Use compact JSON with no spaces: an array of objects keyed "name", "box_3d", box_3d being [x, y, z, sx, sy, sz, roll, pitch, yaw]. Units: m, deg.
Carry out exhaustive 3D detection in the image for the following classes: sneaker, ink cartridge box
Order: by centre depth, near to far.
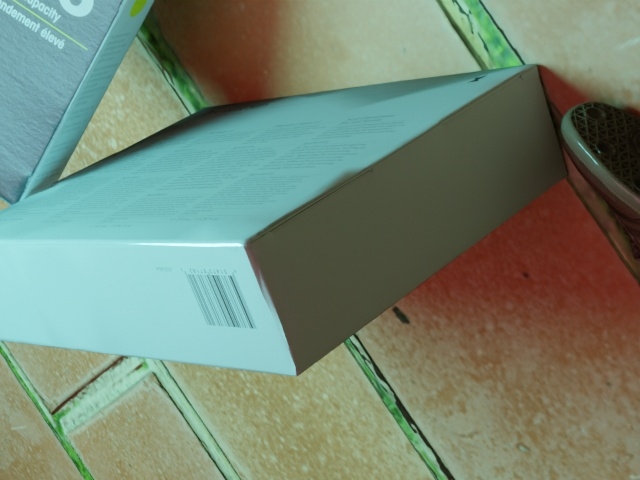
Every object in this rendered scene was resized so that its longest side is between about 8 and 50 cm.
[{"name":"sneaker","box_3d":[0.217,-0.006,0.782,0.188,0.066,0.071,45,142,17]},{"name":"ink cartridge box","box_3d":[-0.283,-0.231,0.965,0.304,0.072,0.307,35,114,5]}]

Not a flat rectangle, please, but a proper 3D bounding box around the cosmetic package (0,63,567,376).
[{"name":"cosmetic package","box_3d":[-0.058,-0.022,0.896,0.377,0.284,0.097,0,118,48]}]
